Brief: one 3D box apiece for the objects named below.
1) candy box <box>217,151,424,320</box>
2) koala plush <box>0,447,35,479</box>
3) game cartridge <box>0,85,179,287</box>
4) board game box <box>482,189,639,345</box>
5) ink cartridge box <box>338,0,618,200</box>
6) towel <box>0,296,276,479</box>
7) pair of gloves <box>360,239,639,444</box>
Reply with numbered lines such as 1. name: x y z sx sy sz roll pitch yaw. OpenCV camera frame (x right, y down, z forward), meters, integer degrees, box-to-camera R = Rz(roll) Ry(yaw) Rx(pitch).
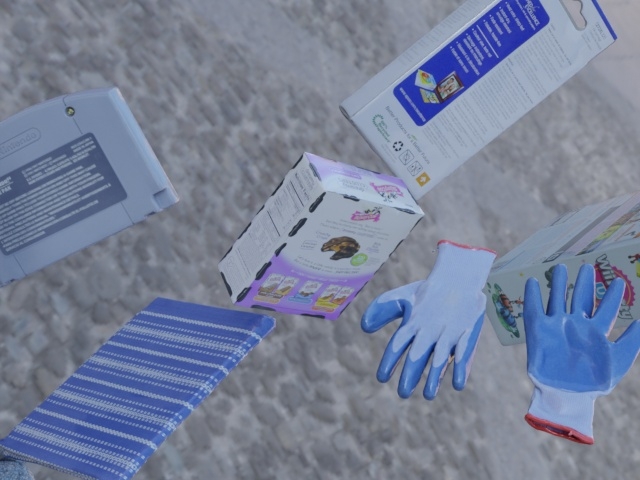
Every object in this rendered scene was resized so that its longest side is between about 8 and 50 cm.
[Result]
1. candy box: 0.000 0.000 1.364 0.165 0.196 0.070 13 37 -41
2. koala plush: -0.540 0.435 1.840 0.203 0.221 0.196 32 32 -21
3. game cartridge: -0.356 -0.076 1.491 0.198 0.297 0.062 64 17 -9
4. board game box: 0.356 0.012 1.259 0.224 0.303 0.097 -32 99 -41
5. ink cartridge box: 0.222 -0.235 1.584 0.176 0.371 0.069 49 7 -32
6. towel: -0.237 0.194 1.507 0.336 0.243 0.040 -46 127 -38
7. pair of gloves: 0.132 0.065 0.825 0.198 0.023 0.159 15 48 13
